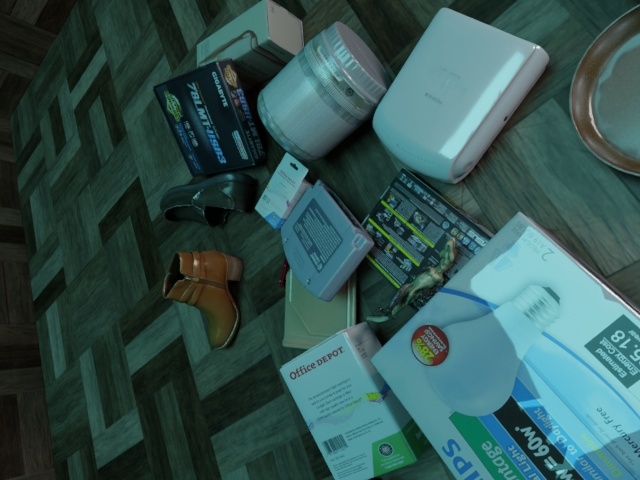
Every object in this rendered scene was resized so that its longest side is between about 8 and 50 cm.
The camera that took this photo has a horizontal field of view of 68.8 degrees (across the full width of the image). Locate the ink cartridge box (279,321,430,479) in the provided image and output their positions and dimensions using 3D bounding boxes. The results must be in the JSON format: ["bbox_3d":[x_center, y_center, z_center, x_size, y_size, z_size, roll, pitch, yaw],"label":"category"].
[{"bbox_3d":[0.071,0.340,0.984,0.201,0.117,0.278,-37,75,29],"label":"ink cartridge box"}]

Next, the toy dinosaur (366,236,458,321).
[{"bbox_3d":[0.173,0.106,0.903,0.064,0.118,0.268,46,117,3],"label":"toy dinosaur"}]

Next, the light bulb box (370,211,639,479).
[{"bbox_3d":[0.342,0.212,0.751,0.361,0.225,0.358,-51,56,20],"label":"light bulb box"}]

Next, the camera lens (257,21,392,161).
[{"bbox_3d":[0.004,-0.338,1.102,0.274,0.220,0.219,-36,63,29],"label":"camera lens"}]

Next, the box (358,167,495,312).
[{"bbox_3d":[0.212,0.007,0.990,0.270,0.060,0.216,47,113,34],"label":"box"}]

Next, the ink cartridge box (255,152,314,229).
[{"bbox_3d":[-0.087,-0.129,1.246,0.104,0.062,0.181,44,111,34],"label":"ink cartridge box"}]

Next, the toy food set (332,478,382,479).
[{"bbox_3d":[0.083,0.568,0.976,0.233,0.111,0.104,-17,73,33],"label":"toy food set"}]

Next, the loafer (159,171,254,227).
[{"bbox_3d":[-0.356,-0.103,1.409,0.366,0.134,0.129,-14,75,37],"label":"loafer"}]

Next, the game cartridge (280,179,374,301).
[{"bbox_3d":[0.000,0.000,1.112,0.198,0.062,0.297,-57,35,20],"label":"game cartridge"}]

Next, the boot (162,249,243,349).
[{"bbox_3d":[-0.327,0.165,1.292,0.109,0.220,0.283,14,93,39],"label":"boot"}]

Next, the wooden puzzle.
[{"bbox_3d":[0.001,0.149,1.153,0.221,0.044,0.238,-4,76,39],"label":"wooden puzzle"}]

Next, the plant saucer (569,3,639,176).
[{"bbox_3d":[0.575,-0.246,0.746,0.311,0.050,0.310,-7,79,38],"label":"plant saucer"}]

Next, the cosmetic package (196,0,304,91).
[{"bbox_3d":[-0.206,-0.542,1.346,0.296,0.153,0.129,-14,76,38],"label":"cosmetic package"}]

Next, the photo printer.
[{"bbox_3d":[0.263,-0.288,0.962,0.256,0.107,0.307,46,111,33],"label":"photo printer"}]

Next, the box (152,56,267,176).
[{"bbox_3d":[-0.325,-0.348,1.372,0.294,0.073,0.295,-1,117,39],"label":"box"}]

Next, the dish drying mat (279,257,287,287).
[{"bbox_3d":[-0.099,0.086,1.231,0.032,0.008,0.083,-99,19,-49],"label":"dish drying mat"}]
